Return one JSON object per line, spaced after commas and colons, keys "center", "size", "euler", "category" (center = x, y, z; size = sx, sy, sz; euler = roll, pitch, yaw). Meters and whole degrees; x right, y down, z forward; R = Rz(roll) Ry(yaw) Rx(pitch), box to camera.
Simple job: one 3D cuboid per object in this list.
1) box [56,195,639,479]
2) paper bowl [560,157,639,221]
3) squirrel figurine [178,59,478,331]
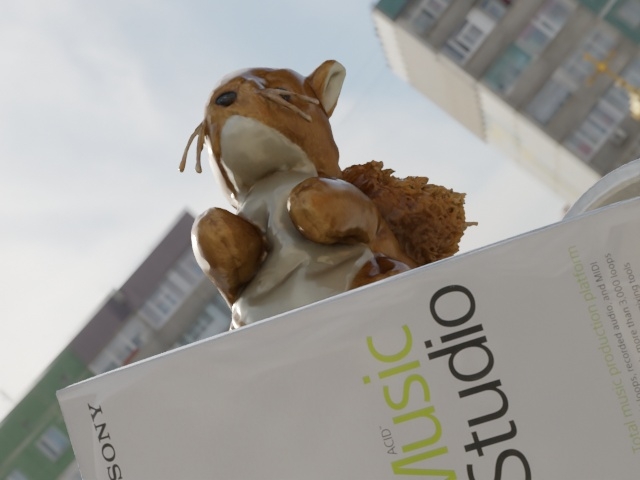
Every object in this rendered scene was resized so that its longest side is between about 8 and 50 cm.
{"center": [0.047, 0.136, 0.719], "size": [0.322, 0.232, 0.058], "euler": [-20, -5, 16], "category": "box"}
{"center": [0.352, 0.064, 1.319], "size": [0.148, 0.284, 0.284], "euler": [6, -56, -55], "category": "paper bowl"}
{"center": [0.000, 0.000, 1.560], "size": [0.281, 0.370, 0.397], "euler": [-31, -22, 21], "category": "squirrel figurine"}
